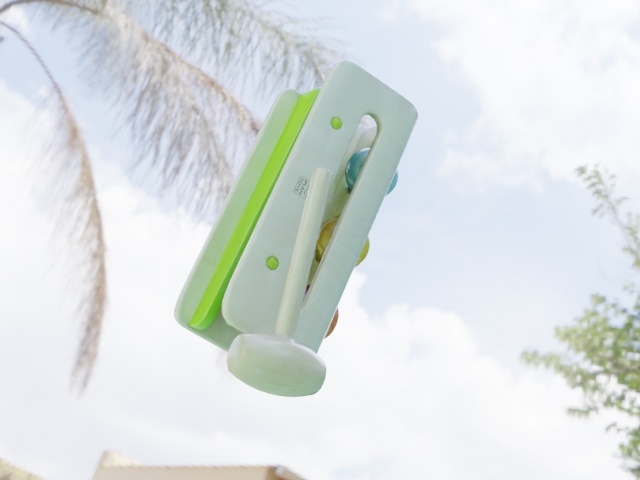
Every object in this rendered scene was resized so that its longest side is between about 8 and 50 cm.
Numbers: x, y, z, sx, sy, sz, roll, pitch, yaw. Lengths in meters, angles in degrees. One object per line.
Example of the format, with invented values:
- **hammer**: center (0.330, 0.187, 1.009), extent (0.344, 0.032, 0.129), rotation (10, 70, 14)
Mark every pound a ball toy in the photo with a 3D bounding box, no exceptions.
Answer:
- **pound a ball toy**: center (0.000, 0.000, 0.832), extent (0.136, 0.319, 0.208), rotation (31, -20, -23)
